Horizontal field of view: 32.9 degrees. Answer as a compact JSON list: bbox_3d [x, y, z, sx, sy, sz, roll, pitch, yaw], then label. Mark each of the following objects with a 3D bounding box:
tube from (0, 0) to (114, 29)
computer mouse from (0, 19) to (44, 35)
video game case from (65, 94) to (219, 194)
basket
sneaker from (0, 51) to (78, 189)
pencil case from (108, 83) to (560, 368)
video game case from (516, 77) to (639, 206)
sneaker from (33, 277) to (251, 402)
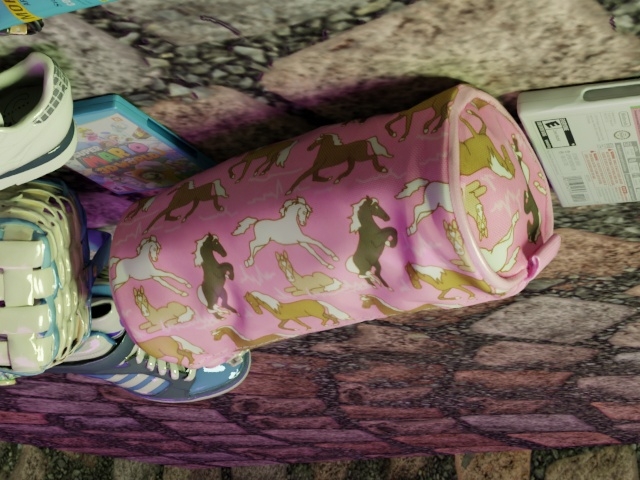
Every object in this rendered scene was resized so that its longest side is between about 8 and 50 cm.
[{"bbox_3d":[-0.151,-0.166,0.645,0.207,0.052,0.080,-4,140,29],"label":"tube"},{"bbox_3d":[-0.309,-0.148,0.724,0.242,0.041,0.071,2,161,-1],"label":"computer mouse"},{"bbox_3d":[-0.179,-0.080,0.954,0.119,0.015,0.166,-6,160,25],"label":"video game case"},{"bbox_3d":[-0.343,0.029,1.051,0.254,0.201,0.289,0,-163,-5],"label":"basket"},{"bbox_3d":[-0.289,-0.061,0.792,0.235,0.090,0.095,-36,168,-20],"label":"sneaker"},{"bbox_3d":[0.000,0.000,0.911,0.386,0.160,0.167,-17,141,36],"label":"pencil case"},{"bbox_3d":[0.277,-0.079,0.886,0.193,0.023,0.212,-4,160,21],"label":"video game case"},{"bbox_3d":[-0.240,0.133,1.430,0.322,0.130,0.236,11,165,-8],"label":"sneaker"}]
